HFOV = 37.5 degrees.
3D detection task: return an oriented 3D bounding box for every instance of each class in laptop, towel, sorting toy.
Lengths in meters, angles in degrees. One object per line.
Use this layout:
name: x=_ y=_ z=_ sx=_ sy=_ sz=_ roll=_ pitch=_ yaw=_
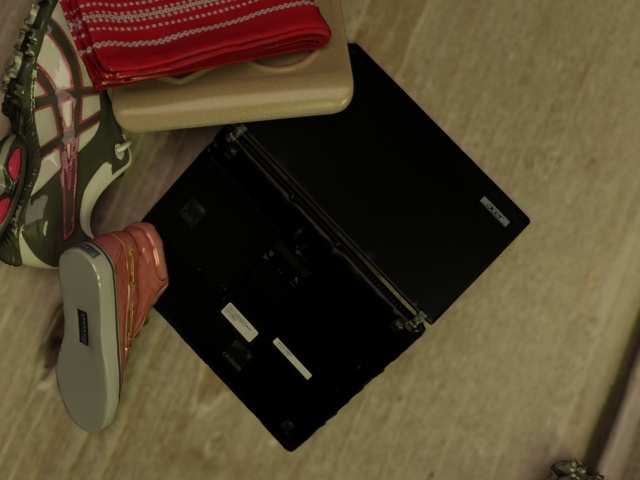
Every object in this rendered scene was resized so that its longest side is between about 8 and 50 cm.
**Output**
laptop: x=0.000 y=0.000 z=0.823 sx=0.234 sy=0.136 sz=0.264 roll=46 pitch=110 yaw=5
towel: x=-0.128 y=-0.245 z=0.776 sx=0.199 sy=0.031 sz=0.274 roll=-15 pitch=63 yaw=-21
sorting toy: x=-0.077 y=-0.182 z=0.806 sx=0.193 sy=0.038 sz=0.208 roll=-6 pitch=58 yaw=-1

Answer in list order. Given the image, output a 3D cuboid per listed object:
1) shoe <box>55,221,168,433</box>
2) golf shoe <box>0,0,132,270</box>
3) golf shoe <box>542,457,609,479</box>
shoe: x=-0.167 y=0.072 z=0.778 sx=0.063 sy=0.081 sz=0.178 roll=22 pitch=121 yaw=28
golf shoe: x=-0.216 y=-0.107 z=0.805 sx=0.120 sy=0.105 sz=0.272 roll=16 pitch=83 yaw=-21
golf shoe: x=0.246 y=0.261 z=0.778 sx=0.176 sy=0.069 sz=0.086 roll=37 pitch=105 yaw=6
